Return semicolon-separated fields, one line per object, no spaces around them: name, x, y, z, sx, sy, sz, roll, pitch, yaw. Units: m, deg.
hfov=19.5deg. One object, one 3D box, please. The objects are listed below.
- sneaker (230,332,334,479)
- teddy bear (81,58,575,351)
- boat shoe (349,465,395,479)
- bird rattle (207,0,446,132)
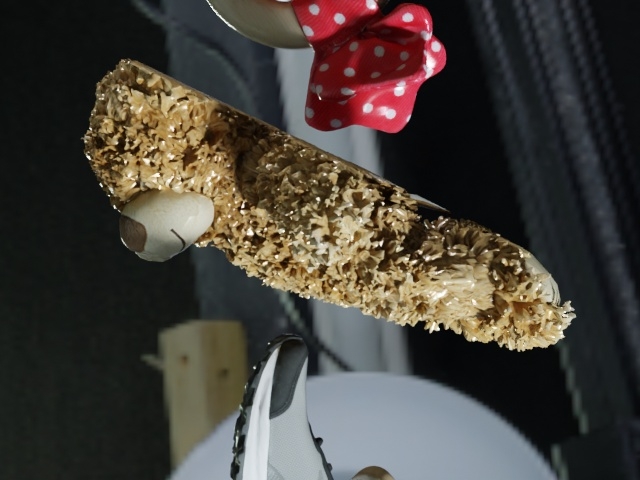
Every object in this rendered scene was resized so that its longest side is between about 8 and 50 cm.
sneaker;-0.010;0.200;1.301;0.100;0.108;0.272;114;-27;-81
teddy bear;0.000;0.000;1.201;0.245;0.338;0.113;28;-87;61
boat shoe;0.034;0.204;1.071;0.063;0.059;0.170;12;-54;22
bird rattle;0.005;-0.211;1.382;0.207;0.143;0.254;13;-80;14
